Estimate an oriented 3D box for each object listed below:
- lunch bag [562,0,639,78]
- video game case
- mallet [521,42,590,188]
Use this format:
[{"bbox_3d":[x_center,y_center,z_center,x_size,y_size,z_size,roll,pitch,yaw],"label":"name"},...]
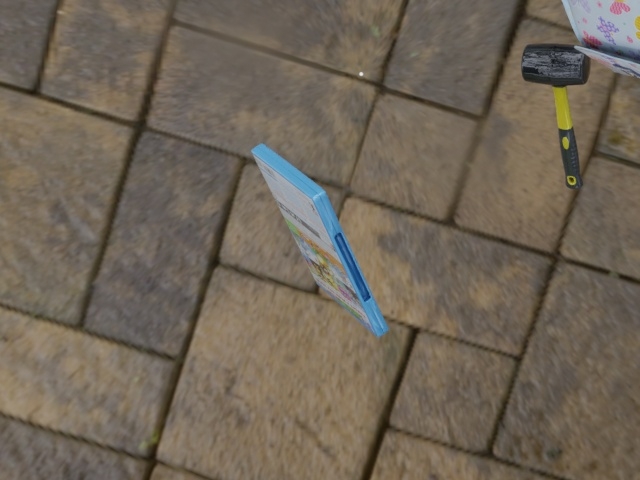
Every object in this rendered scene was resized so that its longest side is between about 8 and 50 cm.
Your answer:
[{"bbox_3d":[0.166,-0.114,0.679,0.053,0.071,0.083,-39,126,-14],"label":"lunch bag"},{"bbox_3d":[0.000,0.000,1.165,0.015,0.119,0.166,-35,127,-13],"label":"video game case"},{"bbox_3d":[0.230,-0.119,1.284,0.062,0.190,0.039,12,55,18],"label":"mallet"}]
